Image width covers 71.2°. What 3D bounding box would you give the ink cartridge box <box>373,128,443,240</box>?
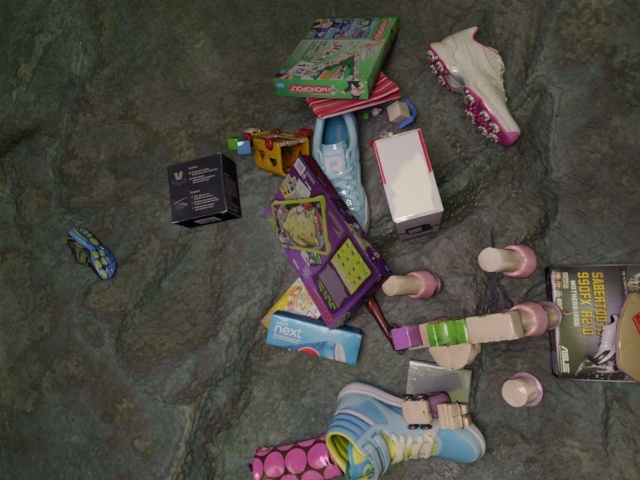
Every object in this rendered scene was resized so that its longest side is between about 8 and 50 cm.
[{"bbox_3d":[0.189,-0.106,0.958,0.100,0.237,0.171,-15,78,10],"label":"ink cartridge box"}]

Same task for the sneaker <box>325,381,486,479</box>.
[{"bbox_3d":[0.158,0.419,0.895,0.319,0.208,0.127,10,112,21],"label":"sneaker"}]

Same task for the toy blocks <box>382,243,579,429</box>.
[{"bbox_3d":[0.319,0.185,0.882,0.289,0.260,0.308,-22,71,44],"label":"toy blocks"}]

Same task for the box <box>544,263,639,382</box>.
[{"bbox_3d":[0.568,0.165,0.911,0.183,0.056,0.230,-2,82,15],"label":"box"}]

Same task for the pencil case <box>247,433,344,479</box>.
[{"bbox_3d":[-0.052,0.502,1.013,0.210,0.095,0.098,-17,58,10],"label":"pencil case"}]

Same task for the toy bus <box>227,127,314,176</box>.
[{"bbox_3d":[-0.117,-0.217,1.120,0.191,0.202,0.104,0,113,8],"label":"toy bus"}]

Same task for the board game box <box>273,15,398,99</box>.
[{"bbox_3d":[0.046,-0.438,1.051,0.214,0.046,0.317,9,50,18],"label":"board game box"}]

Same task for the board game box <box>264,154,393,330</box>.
[{"bbox_3d":[0.000,0.000,1.005,0.208,0.056,0.346,-51,59,34],"label":"board game box"}]

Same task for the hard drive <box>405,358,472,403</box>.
[{"bbox_3d":[0.260,0.320,0.988,0.135,0.022,0.094,6,84,15],"label":"hard drive"}]

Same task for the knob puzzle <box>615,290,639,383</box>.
[{"bbox_3d":[0.608,0.184,0.830,0.213,0.030,0.213,2,82,-18],"label":"knob puzzle"}]

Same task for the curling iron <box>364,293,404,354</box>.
[{"bbox_3d":[0.125,0.137,1.040,0.274,0.035,0.068,59,135,18],"label":"curling iron"}]

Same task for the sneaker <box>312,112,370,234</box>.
[{"bbox_3d":[0.033,-0.160,1.050,0.135,0.150,0.365,-10,78,15],"label":"sneaker"}]

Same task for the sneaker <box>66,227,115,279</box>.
[{"bbox_3d":[-0.645,0.045,1.256,0.188,0.067,0.078,42,115,15],"label":"sneaker"}]

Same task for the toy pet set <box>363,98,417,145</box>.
[{"bbox_3d":[0.172,-0.301,1.095,0.114,0.065,0.122,-24,70,46],"label":"toy pet set"}]

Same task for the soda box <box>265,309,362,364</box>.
[{"bbox_3d":[-0.013,0.221,1.029,0.210,0.067,0.071,12,92,5],"label":"soda box"}]

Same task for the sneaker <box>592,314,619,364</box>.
[{"bbox_3d":[0.554,0.191,0.863,0.044,0.040,0.109,38,84,20],"label":"sneaker"}]

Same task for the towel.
[{"bbox_3d":[0.047,-0.383,1.053,0.199,0.031,0.274,-18,47,-5],"label":"towel"}]

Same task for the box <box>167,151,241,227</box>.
[{"bbox_3d":[-0.301,-0.127,1.165,0.156,0.093,0.158,-10,81,14],"label":"box"}]

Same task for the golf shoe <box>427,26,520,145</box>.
[{"bbox_3d":[0.372,-0.358,1.012,0.140,0.115,0.306,-33,76,5],"label":"golf shoe"}]

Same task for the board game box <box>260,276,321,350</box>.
[{"bbox_3d":[-0.058,0.175,1.091,0.103,0.026,0.154,41,94,16],"label":"board game box"}]
